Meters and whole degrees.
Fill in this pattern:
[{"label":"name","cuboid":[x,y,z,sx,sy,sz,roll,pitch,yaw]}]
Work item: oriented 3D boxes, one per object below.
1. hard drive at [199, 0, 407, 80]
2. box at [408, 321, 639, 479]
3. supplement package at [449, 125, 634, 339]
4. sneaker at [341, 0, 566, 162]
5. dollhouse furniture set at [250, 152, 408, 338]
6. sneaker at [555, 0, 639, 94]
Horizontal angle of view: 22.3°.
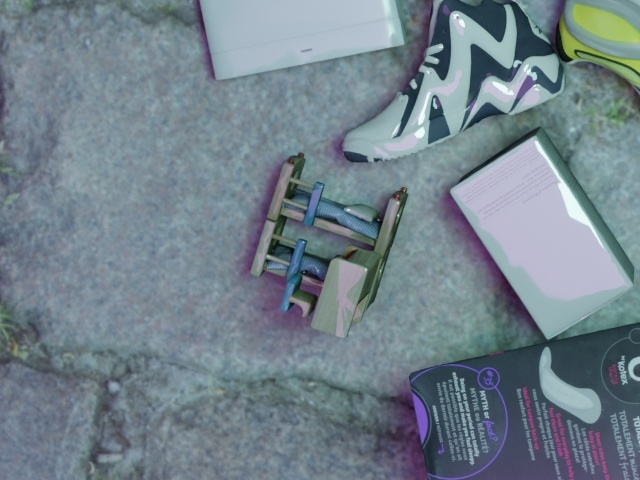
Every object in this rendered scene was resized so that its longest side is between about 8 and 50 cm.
[{"label":"hard drive","cuboid":[-0.039,-0.333,1.662,0.203,0.040,0.307,-10,98,12]},{"label":"box","cuboid":[0.243,0.187,1.624,0.270,0.143,0.165,-13,78,13]},{"label":"supplement package","cuboid":[0.225,-0.009,1.633,0.105,0.105,0.179,-33,91,14]},{"label":"sneaker","cuboid":[0.114,-0.178,1.632,0.235,0.094,0.153,-21,94,13]},{"label":"dollhouse furniture set","cuboid":[0.000,0.000,1.636,0.129,0.184,0.129,19,102,7]},{"label":"sneaker","cuboid":[0.407,-0.162,1.578,0.385,0.145,0.147,33,136,0]}]
